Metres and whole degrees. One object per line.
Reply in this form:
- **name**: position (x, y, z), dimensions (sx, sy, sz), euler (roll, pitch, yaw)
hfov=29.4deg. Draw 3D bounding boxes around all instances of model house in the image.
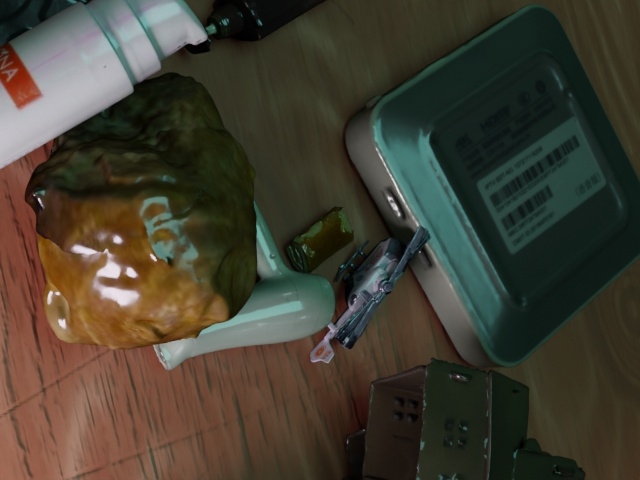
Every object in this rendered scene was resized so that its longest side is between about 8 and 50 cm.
- **model house**: position (0.169, 0.261, 1.363), dimensions (0.243, 0.204, 0.211), euler (12, 75, -21)

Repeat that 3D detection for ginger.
- **ginger**: position (-0.163, -0.017, 1.207), dimensions (0.269, 0.201, 0.223), euler (-78, 161, -55)

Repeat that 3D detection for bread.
- **bread**: position (0.000, 0.000, 1.405), dimensions (0.083, 0.036, 0.047), euler (-36, 110, -33)

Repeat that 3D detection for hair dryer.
- **hair dryer**: position (-0.106, 0.007, 1.330), dimensions (0.206, 0.075, 0.237), euler (-11, 80, -28)

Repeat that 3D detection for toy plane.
- **toy plane**: position (0.048, 0.062, 1.404), dimensions (0.053, 0.078, 0.197), euler (45, 76, -21)

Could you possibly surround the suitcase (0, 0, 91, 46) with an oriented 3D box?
- **suitcase**: position (-0.363, -0.267, 1.196), dimensions (0.286, 0.066, 0.206), euler (25, 69, -27)

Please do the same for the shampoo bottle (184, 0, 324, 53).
- **shampoo bottle**: position (-0.061, -0.272, 1.392), dimensions (0.236, 0.068, 0.067), euler (-35, 103, -32)

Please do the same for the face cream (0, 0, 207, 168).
- **face cream**: position (-0.274, -0.138, 1.139), dimensions (0.346, 0.102, 0.102), euler (-33, 101, -10)

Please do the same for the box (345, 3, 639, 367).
- **box**: position (0.243, -0.076, 1.545), dimensions (0.367, 0.090, 0.373), euler (-36, 103, -33)
